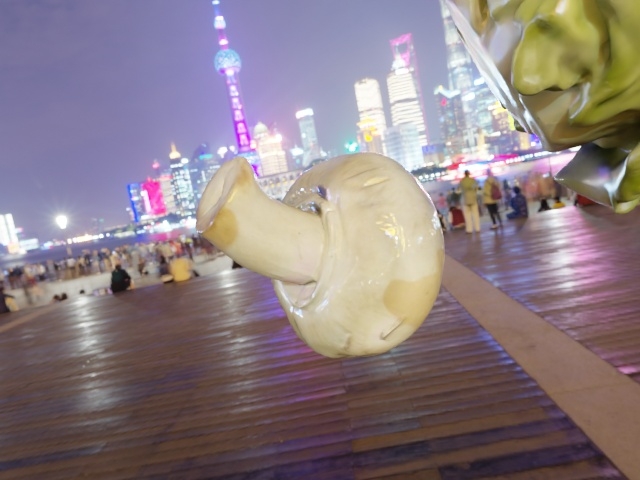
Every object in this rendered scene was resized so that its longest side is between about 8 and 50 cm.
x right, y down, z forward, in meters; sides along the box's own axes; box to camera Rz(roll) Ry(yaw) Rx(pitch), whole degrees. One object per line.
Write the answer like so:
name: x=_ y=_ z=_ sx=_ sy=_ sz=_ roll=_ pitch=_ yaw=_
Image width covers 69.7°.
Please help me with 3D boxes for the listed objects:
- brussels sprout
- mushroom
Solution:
brussels sprout: x=0.311 y=-0.273 z=0.424 sx=0.361 sy=0.425 sz=0.342 roll=-33 pitch=36 yaw=22
mushroom: x=0.023 y=-0.006 z=0.700 sx=0.315 sy=0.356 sz=0.315 roll=-36 pitch=6 yaw=5
